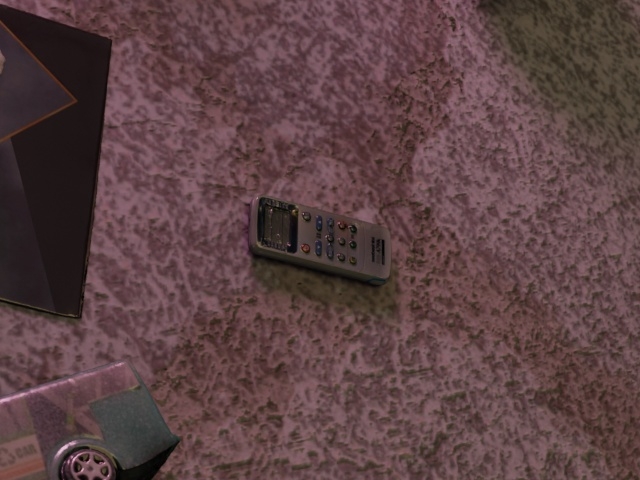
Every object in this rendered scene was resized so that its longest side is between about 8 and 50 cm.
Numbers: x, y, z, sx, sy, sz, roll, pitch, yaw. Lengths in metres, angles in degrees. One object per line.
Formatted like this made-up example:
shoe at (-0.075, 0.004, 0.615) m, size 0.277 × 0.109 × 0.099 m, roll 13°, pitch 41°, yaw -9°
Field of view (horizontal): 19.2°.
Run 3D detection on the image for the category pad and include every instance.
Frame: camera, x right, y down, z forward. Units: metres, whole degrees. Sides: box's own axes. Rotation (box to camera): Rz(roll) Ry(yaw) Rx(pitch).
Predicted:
pad at (-0.239, -0.070, 1.393) m, size 0.163 × 0.004 × 0.243 m, roll 15°, pitch 62°, yaw -23°

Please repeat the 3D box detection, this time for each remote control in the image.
remote control at (0.000, 0.000, 1.487) m, size 0.124 × 0.018 × 0.053 m, roll 15°, pitch 61°, yaw -23°

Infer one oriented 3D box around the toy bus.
toy bus at (-0.223, 0.162, 1.248) m, size 0.261 × 0.091 × 0.109 m, roll -15°, pitch 65°, yaw -35°

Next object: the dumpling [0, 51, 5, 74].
dumpling at (-0.324, -0.122, 1.304) m, size 0.219 × 0.108 × 0.153 m, roll -25°, pitch 82°, yaw -37°
